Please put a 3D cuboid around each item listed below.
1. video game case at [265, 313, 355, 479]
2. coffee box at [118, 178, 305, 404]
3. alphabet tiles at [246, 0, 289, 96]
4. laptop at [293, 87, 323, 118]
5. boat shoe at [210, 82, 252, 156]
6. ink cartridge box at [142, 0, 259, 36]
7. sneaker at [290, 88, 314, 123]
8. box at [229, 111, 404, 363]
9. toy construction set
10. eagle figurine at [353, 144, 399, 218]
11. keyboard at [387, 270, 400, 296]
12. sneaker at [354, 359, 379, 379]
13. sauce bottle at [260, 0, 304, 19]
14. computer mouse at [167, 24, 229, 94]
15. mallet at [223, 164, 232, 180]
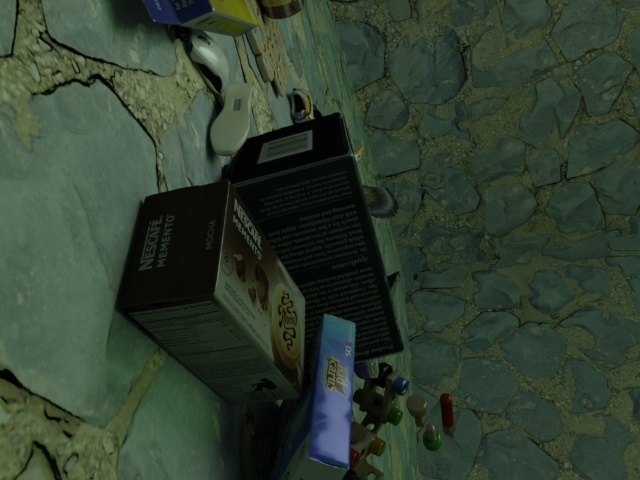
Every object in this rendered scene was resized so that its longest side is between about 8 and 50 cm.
[{"bbox_3d":[-0.022,0.288,0.820,0.269,0.061,0.244,-81,-167,-57],"label":"video game case"},{"bbox_3d":[-0.121,0.083,0.722,0.297,0.119,0.168,64,21,-49],"label":"coffee box"},{"bbox_3d":[-0.139,-0.521,1.381,0.284,0.021,0.277,-85,160,-50],"label":"alphabet tiles"},{"bbox_3d":[-0.023,-0.314,1.711,0.264,0.137,0.234,54,11,6],"label":"laptop"},{"bbox_3d":[-0.155,-0.205,0.965,0.063,0.066,0.184,91,-4,-51],"label":"boat shoe"},{"bbox_3d":[-0.220,-0.462,0.796,0.307,0.072,0.303,-63,131,-72],"label":"ink cartridge box"},{"bbox_3d":[-0.046,-0.336,1.540,0.084,0.070,0.185,-29,101,-67],"label":"sneaker"},{"bbox_3d":[0.000,0.000,1.032,0.293,0.212,0.395,-93,168,-64],"label":"box"},{"bbox_3d":[0.131,0.414,1.166,0.257,0.309,0.237,-73,155,-48],"label":"toy construction set"},{"bbox_3d":[0.050,-0.152,1.410,0.298,0.225,0.226,57,13,-40],"label":"eagle figurine"},{"bbox_3d":[0.136,0.203,1.572,0.317,0.033,0.201,131,-18,-69],"label":"keyboard"},{"bbox_3d":[0.033,0.218,1.185,0.293,0.146,0.102,-113,-171,-68],"label":"sneaker"},{"bbox_3d":[-0.126,-0.697,1.250,0.344,0.112,0.111,74,13,-45],"label":"sauce bottle"},{"bbox_3d":[-0.197,-0.331,0.926,0.193,0.042,0.106,56,25,-59],"label":"computer mouse"},{"bbox_3d":[-0.155,-0.054,0.896,0.062,0.039,0.189,59,19,-63],"label":"mallet"}]
